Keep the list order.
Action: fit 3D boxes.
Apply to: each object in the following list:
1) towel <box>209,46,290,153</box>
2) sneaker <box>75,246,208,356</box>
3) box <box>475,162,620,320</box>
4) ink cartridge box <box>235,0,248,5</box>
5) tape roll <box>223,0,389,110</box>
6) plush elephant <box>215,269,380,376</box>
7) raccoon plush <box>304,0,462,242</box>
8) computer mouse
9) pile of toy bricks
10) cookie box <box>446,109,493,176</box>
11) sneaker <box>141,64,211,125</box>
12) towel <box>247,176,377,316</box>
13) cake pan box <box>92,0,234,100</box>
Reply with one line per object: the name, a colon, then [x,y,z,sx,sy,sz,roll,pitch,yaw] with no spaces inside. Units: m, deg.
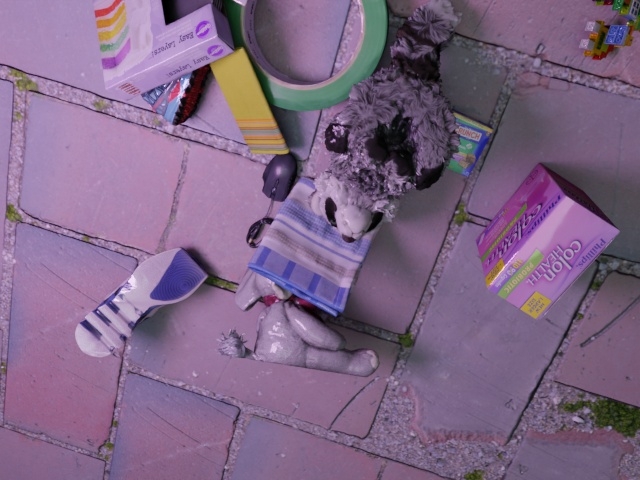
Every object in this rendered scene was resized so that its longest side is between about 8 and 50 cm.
towel: [-0.141,-0.273,1.155,0.102,0.021,0.237,7,137,33]
sneaker: [-0.429,0.128,1.368,0.316,0.182,0.127,-39,104,-10]
box: [0.418,-0.007,1.111,0.117,0.243,0.213,32,113,-4]
ink cartridge box: [-0.189,-0.582,0.993,0.297,0.066,0.261,30,98,-1]
tape roll: [-0.030,-0.415,1.114,0.322,0.077,0.320,3,112,8]
plush elephant: [-0.060,0.143,1.265,0.330,0.272,0.255,16,76,-31]
raccoon plush: [0.144,-0.198,1.118,0.216,0.299,0.446,36,68,1]
computer mouse: [-0.113,-0.082,1.277,0.071,0.041,0.242,22,114,-1]
pile of toy bricks: [0.555,-0.421,1.016,0.105,0.118,0.212,6,105,-35]
cookie box: [0.282,-0.196,1.168,0.092,0.040,0.107,24,112,0]
sneaker: [-0.285,-0.367,1.161,0.125,0.104,0.261,31,110,2]
towel: [0.000,0.000,1.172,0.209,0.285,0.034,29,138,-2]
cake pan box: [-0.298,-0.424,1.090,0.267,0.070,0.245,-17,77,19]
